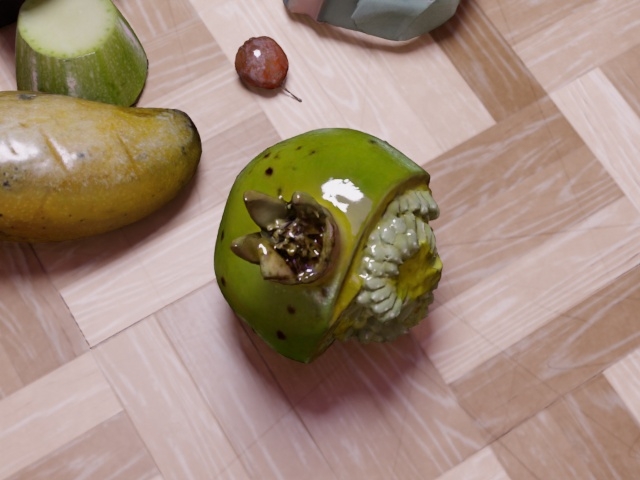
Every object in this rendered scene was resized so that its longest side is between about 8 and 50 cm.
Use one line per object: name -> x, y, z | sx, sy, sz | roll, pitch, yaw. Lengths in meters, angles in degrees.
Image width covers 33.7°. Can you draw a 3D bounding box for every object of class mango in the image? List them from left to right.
mango -> -0.302, -0.083, 1.226 | 0.329, 0.175, 0.176 | 4, 90, -21

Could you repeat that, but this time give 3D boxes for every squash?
squash -> -0.301, -0.236, 1.305 | 0.170, 0.123, 0.170 | 2, 63, -3

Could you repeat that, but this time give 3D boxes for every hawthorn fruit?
hawthorn fruit -> -0.064, -0.212, 1.344 | 0.067, 0.067, 0.103 | -42, 107, -17

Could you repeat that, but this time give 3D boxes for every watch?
watch -> 0.074, -0.384, 1.368 | 0.241, 0.162, 0.253 | -4, 69, -13

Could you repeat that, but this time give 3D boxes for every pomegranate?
pomegranate -> 0.000, 0.000, 1.123 | 0.260, 0.341, 0.260 | -3, 80, 17

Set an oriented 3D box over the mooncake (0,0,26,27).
mooncake -> -0.463, -0.410, 1.350 | 0.283, 0.141, 0.283 | 2, 69, -5
